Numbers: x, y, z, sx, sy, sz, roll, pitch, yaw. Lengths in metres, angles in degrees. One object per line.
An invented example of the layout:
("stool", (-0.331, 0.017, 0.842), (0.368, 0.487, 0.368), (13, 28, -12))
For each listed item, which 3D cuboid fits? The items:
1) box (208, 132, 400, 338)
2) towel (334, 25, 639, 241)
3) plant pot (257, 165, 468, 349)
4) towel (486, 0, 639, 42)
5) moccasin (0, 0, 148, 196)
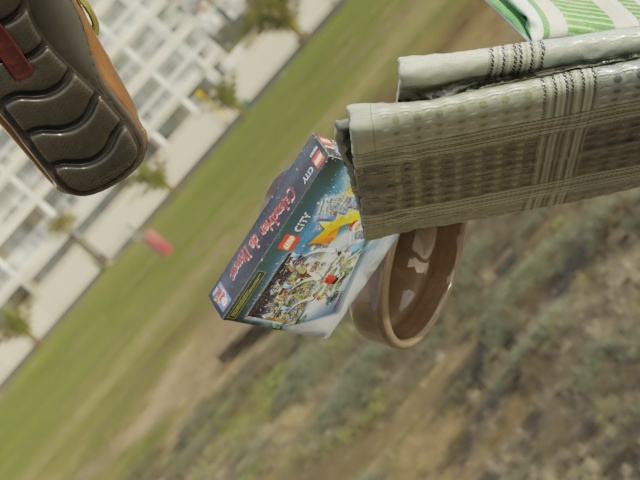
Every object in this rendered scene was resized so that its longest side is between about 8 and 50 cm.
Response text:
("box", (0.000, 0.000, 1.811), (0.233, 0.159, 0.044), (-56, 44, 22))
("towel", (0.174, -0.091, 1.348), (0.324, 0.056, 0.312), (-12, -16, 0))
("plant pot", (0.046, -0.009, 2.185), (0.263, 0.229, 0.263), (-43, -39, -48))
("towel", (0.259, -0.297, 1.790), (0.325, 0.248, 0.038), (-9, -42, -47))
("moccasin", (-0.261, -0.208, 1.324), (0.139, 0.380, 0.147), (-35, 39, 4))
